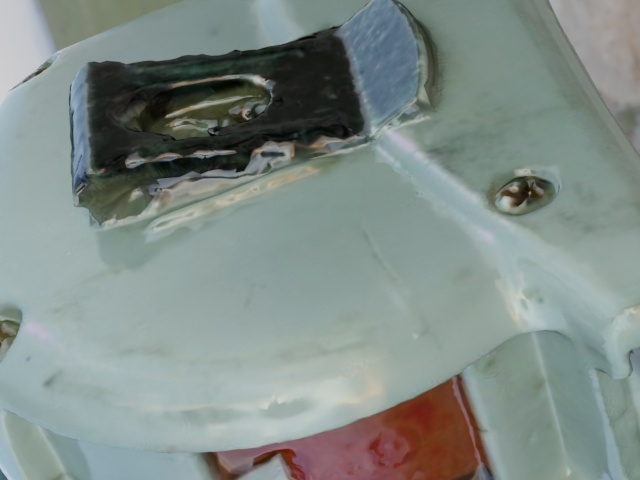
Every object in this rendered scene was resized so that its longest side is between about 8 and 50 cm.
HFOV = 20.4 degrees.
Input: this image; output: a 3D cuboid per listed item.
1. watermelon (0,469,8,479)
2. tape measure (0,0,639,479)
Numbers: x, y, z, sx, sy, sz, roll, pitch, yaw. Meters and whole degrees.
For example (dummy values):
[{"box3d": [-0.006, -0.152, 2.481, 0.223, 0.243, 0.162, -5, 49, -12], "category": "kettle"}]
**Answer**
[{"box3d": [0.004, 0.111, 0.836, 0.363, 0.363, 0.363, 160, 90, -84], "category": "watermelon"}, {"box3d": [0.001, 0.000, 0.577, 0.243, 0.246, 0.125, -109, 0, -52], "category": "tape measure"}]
